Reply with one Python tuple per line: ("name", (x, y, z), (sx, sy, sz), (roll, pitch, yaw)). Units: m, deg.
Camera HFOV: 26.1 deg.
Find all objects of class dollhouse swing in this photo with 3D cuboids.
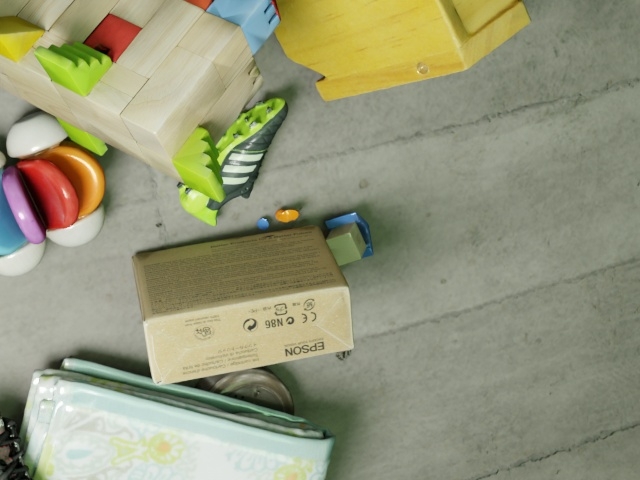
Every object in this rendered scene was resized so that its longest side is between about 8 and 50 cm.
("dollhouse swing", (0.104, -0.409, 1.630), (0.305, 0.315, 0.346), (-49, 119, -40))

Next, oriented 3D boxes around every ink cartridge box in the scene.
("ink cartridge box", (-0.094, 0.071, 1.612), (0.235, 0.193, 0.088), (-10, 113, -7))

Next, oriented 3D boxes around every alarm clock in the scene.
("alarm clock", (-0.094, 0.201, 1.741), (0.129, 0.064, 0.192), (12, 95, -23))

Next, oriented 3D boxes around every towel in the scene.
("towel", (-0.201, 0.332, 1.672), (0.375, 0.090, 0.320), (16, 102, -11))

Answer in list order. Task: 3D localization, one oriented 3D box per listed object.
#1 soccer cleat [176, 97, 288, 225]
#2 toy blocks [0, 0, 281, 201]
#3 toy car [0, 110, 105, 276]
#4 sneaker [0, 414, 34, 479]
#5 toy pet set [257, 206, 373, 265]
("soccer cleat", (-0.097, -0.097, 1.674), (0.179, 0.060, 0.072), (-47, 124, 1))
("toy blocks", (-0.188, -0.238, 1.473), (0.261, 0.381, 0.190), (-53, 151, -17))
("toy car", (-0.326, -0.046, 1.547), (0.182, 0.136, 0.159), (-27, 111, -14))
("sneaker", (-0.372, 0.269, 1.550), (0.276, 0.098, 0.135), (35, 106, 15))
("toy pet set", (0.000, 0.000, 1.743), (0.114, 0.065, 0.122), (-17, 109, 20))
